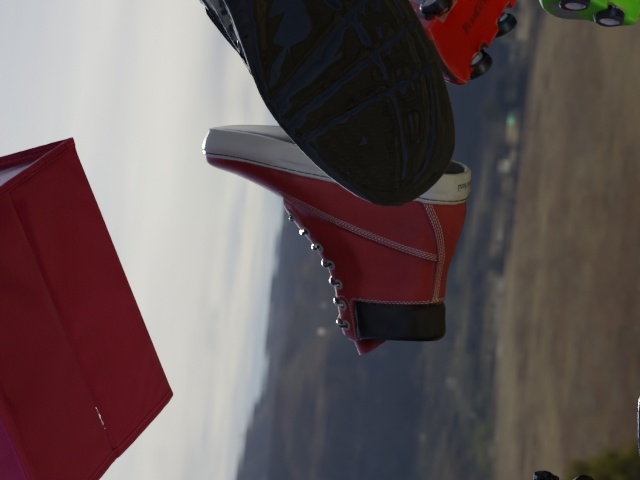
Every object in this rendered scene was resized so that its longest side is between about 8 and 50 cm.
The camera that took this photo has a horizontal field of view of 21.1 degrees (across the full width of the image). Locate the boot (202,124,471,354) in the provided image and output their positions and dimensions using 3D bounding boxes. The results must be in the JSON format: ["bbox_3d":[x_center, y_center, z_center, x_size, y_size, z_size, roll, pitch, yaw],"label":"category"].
[{"bbox_3d":[0.000,0.000,1.442,0.088,0.244,0.176,-21,-56,-59],"label":"boot"}]

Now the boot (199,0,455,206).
[{"bbox_3d":[-0.011,-0.130,0.893,0.236,0.085,0.178,53,-174,-4],"label":"boot"}]

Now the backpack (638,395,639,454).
[{"bbox_3d":[0.350,0.194,1.622,0.105,0.084,0.114,47,-144,-39],"label":"backpack"}]

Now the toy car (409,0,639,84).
[{"bbox_3d":[0.140,-0.197,1.187,0.053,0.225,0.239,-8,72,45],"label":"toy car"}]

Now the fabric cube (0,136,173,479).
[{"bbox_3d":[-0.320,0.093,1.467,0.258,0.254,0.259,70,-155,-15],"label":"fabric cube"}]

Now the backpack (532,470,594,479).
[{"bbox_3d":[0.154,0.373,1.441,0.263,0.213,0.276,-38,-16,-35],"label":"backpack"}]
